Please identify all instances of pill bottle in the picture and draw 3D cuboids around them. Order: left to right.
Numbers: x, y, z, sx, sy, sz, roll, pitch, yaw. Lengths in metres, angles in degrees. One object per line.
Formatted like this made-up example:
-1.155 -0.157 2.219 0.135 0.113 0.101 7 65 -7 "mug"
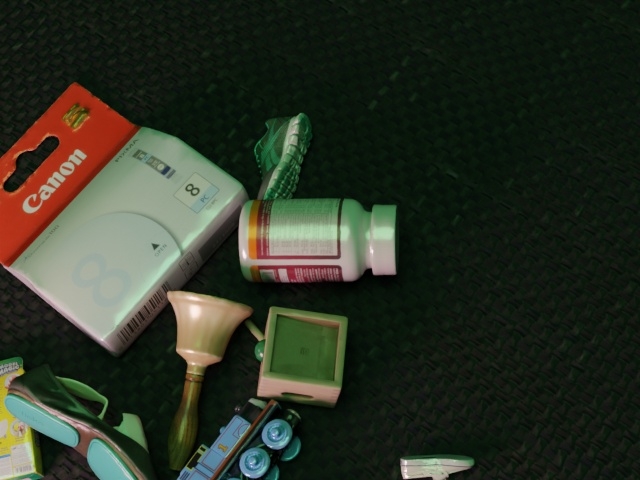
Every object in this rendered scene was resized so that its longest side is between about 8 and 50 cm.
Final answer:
0.000 0.000 1.870 0.221 0.121 0.121 0 66 7 "pill bottle"

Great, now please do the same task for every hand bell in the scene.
-0.180 0.201 1.829 0.126 0.126 0.242 10 80 12 "hand bell"

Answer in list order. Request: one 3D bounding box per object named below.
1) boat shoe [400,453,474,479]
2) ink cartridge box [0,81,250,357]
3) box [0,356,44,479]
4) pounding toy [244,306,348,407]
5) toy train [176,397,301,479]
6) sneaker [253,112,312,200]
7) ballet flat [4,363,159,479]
0.158 0.310 1.763 0.100 0.035 0.035 -3 93 2 "boat shoe"
-0.345 -0.055 1.958 0.385 0.091 0.308 36 75 19 "ink cartridge box"
-0.459 0.261 1.859 0.105 0.043 0.179 -13 68 2 "box"
-0.041 0.159 1.826 0.141 0.100 0.130 8 60 -3 "pounding toy"
-0.107 0.295 1.779 0.105 0.080 0.184 30 73 25 "toy train"
-0.070 -0.118 1.974 0.076 0.065 0.166 7 63 28 "sneaker"
-0.306 0.264 1.803 0.280 0.095 0.096 37 51 7 "ballet flat"
